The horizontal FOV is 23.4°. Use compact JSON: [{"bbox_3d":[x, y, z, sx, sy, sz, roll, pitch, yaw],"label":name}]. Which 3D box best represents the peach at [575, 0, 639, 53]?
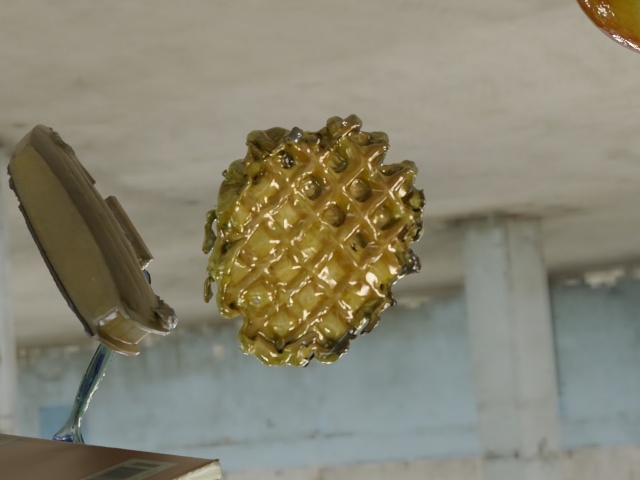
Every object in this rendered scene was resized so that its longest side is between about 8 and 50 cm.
[{"bbox_3d":[0.270,-0.215,1.080,0.192,0.190,0.190,20,165,-19],"label":"peach"}]

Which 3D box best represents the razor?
[{"bbox_3d":[-0.312,0.182,2.196,0.093,0.324,0.056,15,163,14],"label":"razor"}]

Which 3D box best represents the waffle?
[{"bbox_3d":[0.001,0.000,1.680,0.262,0.280,0.060,0,179,-23],"label":"waffle"}]

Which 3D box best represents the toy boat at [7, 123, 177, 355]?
[{"bbox_3d":[-0.275,-0.007,1.853,0.089,0.321,0.121,-41,158,22],"label":"toy boat"}]

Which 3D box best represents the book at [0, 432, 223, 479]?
[{"bbox_3d":[-0.309,0.223,1.367,0.374,0.028,0.262,0,-168,38],"label":"book"}]
